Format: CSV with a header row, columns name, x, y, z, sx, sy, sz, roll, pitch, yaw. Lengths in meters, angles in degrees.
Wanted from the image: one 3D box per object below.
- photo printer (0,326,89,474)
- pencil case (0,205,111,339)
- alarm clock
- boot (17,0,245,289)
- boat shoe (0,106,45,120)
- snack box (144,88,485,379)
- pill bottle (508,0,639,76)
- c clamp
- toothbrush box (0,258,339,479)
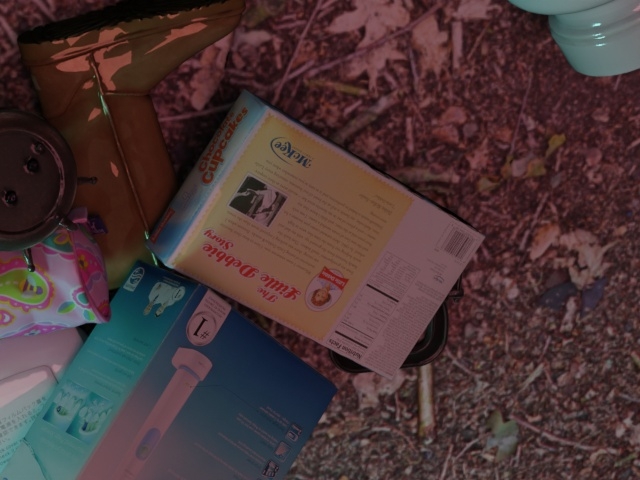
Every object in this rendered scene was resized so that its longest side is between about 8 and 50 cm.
name,x,y,z,sx,sy,sz,roll,pitch,yaw
photo printer,-0.307,0.234,1.993,0.256,0.107,0.307,-29,116,-9
pencil case,-0.343,0.052,1.874,0.284,0.124,0.124,-15,115,4
alarm clock,-0.302,-0.066,1.767,0.192,0.064,0.129,37,80,-22
boot,-0.164,-0.103,1.931,0.236,0.089,0.269,-14,114,-2
boat shoe,-0.420,-0.041,1.842,0.340,0.127,0.113,-14,119,-16
snack box,0.000,0.000,1.982,0.322,0.060,0.187,29,97,-36
pill bottle,0.229,-0.370,1.877,0.229,0.229,0.407,-35,117,-3
c clamp,0.083,0.080,2.119,0.161,0.022,0.137,-11,118,-16
toothbrush box,-0.156,0.205,1.920,0.216,0.126,0.295,38,77,-36
